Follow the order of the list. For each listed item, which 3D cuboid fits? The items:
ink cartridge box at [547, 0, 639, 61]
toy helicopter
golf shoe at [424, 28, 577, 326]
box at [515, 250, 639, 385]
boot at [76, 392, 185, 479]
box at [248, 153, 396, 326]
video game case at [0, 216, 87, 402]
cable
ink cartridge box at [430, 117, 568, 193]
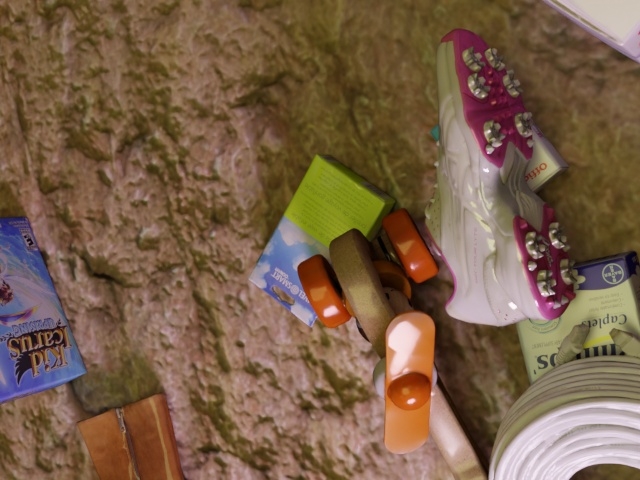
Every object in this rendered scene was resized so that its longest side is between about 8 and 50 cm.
[{"bbox_3d":[0.275,-0.278,0.836,0.168,0.232,0.171,40,110,18],"label":"ink cartridge box"},{"bbox_3d":[0.109,0.149,0.966,0.140,0.235,0.355,-28,101,6],"label":"toy helicopter"},{"bbox_3d":[0.150,-0.058,0.926,0.140,0.115,0.306,-22,76,42],"label":"golf shoe"},{"bbox_3d":[0.276,0.092,0.955,0.126,0.072,0.137,-15,88,26],"label":"box"},{"bbox_3d":[-0.275,0.373,1.231,0.264,0.096,0.280,-28,81,25],"label":"boot"},{"bbox_3d":[0.000,0.000,1.096,0.109,0.042,0.178,36,109,19],"label":"box"},{"bbox_3d":[-0.446,0.094,1.192,0.061,0.269,0.244,-24,84,23],"label":"video game case"},{"bbox_3d":[0.295,0.238,0.897,0.257,0.089,0.257,32,120,6],"label":"cable"},{"bbox_3d":[0.193,-0.097,0.991,0.088,0.052,0.122,-40,76,23],"label":"ink cartridge box"}]
